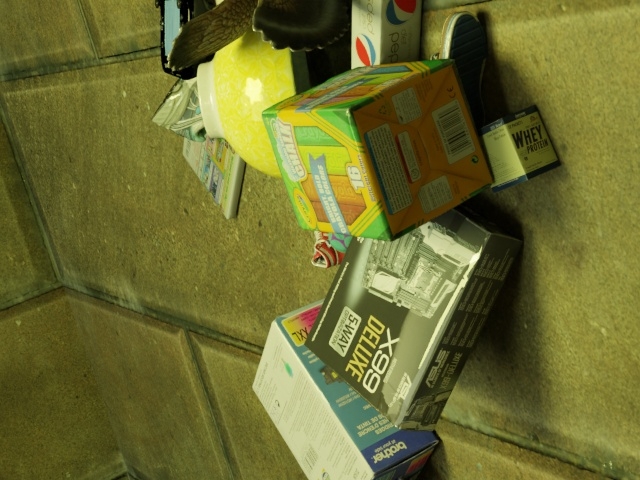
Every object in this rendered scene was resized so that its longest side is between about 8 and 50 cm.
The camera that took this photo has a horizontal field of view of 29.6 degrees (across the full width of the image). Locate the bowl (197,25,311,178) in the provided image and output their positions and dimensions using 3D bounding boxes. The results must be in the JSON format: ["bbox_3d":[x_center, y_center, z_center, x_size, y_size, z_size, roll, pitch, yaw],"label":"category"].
[{"bbox_3d":[-0.100,-0.223,1.844,0.289,0.156,0.289,-7,-90,-85],"label":"bowl"}]

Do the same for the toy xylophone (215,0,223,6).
[{"bbox_3d":[-0.140,-0.468,1.954,0.236,0.081,0.322,-125,23,-52],"label":"toy xylophone"}]

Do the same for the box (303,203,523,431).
[{"bbox_3d":[0.125,0.080,1.730,0.242,0.076,0.307,39,110,46],"label":"box"}]

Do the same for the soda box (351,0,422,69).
[{"bbox_3d":[0.090,-0.300,1.659,0.069,0.074,0.216,43,145,40],"label":"soda box"}]

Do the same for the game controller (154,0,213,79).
[{"bbox_3d":[-0.247,-0.371,2.128,0.319,0.067,0.166,-145,63,-72],"label":"game controller"}]

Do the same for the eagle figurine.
[{"bbox_3d":[-0.073,-0.352,1.645,0.226,0.225,0.298,128,152,-71],"label":"eagle figurine"}]

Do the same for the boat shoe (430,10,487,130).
[{"bbox_3d":[0.171,-0.217,1.579,0.066,0.066,0.183,40,143,46],"label":"boat shoe"}]

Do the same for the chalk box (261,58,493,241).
[{"bbox_3d":[0.052,-0.122,1.602,0.289,0.179,0.180,6,120,59],"label":"chalk box"}]

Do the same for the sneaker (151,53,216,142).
[{"bbox_3d":[-0.194,-0.279,2.225,0.122,0.110,0.283,34,142,-14],"label":"sneaker"}]

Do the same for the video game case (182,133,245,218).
[{"bbox_3d":[-0.211,-0.176,2.399,0.193,0.023,0.212,54,150,27],"label":"video game case"}]

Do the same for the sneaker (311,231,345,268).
[{"bbox_3d":[0.000,0.000,2.082,0.118,0.067,0.042,50,149,32],"label":"sneaker"}]

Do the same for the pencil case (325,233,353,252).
[{"bbox_3d":[0.054,-0.041,1.948,0.070,0.064,0.151,51,150,21],"label":"pencil case"}]

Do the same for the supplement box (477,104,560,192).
[{"bbox_3d":[0.244,-0.115,1.532,0.083,0.056,0.083,-24,89,64],"label":"supplement box"}]

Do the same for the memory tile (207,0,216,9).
[{"bbox_3d":[-0.218,-0.447,2.208,0.148,0.012,0.113,56,152,24],"label":"memory tile"}]

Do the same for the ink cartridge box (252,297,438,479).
[{"bbox_3d":[0.051,0.334,2.156,0.395,0.151,0.270,57,153,24],"label":"ink cartridge box"}]
